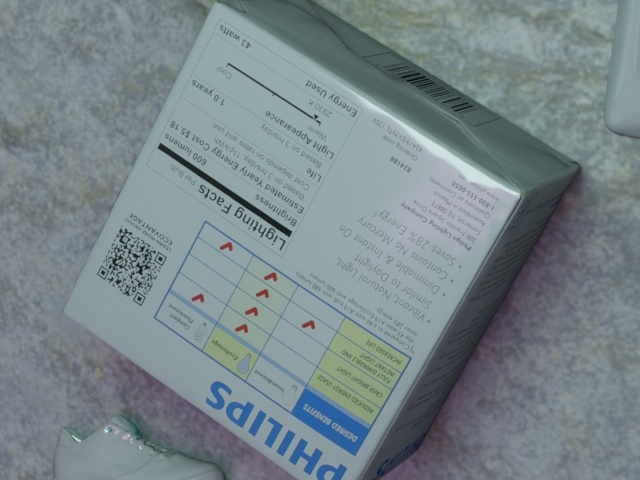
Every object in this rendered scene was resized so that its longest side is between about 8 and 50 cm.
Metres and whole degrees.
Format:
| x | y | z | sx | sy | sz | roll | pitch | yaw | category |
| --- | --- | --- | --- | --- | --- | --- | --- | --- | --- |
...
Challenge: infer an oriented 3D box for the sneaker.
| x | y | z | sx | sy | sz | roll | pitch | yaw | category |
| --- | --- | --- | --- | --- | --- | --- | --- | --- | --- |
| -0.205 | 0.237 | 2.076 | 0.212 | 0.080 | 0.094 | -3 | 84 | 24 | sneaker |

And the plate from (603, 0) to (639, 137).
| x | y | z | sx | sy | sz | roll | pitch | yaw | category |
| --- | --- | --- | --- | --- | --- | --- | --- | --- | --- |
| 0.407 | -0.220 | 1.770 | 0.277 | 0.045 | 0.278 | 9 | 101 | 21 | plate |

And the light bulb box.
| x | y | z | sx | sy | sz | roll | pitch | yaw | category |
| --- | --- | --- | --- | --- | --- | --- | --- | --- | --- |
| 0.000 | 0.000 | 1.872 | 0.358 | 0.225 | 0.361 | 34 | 109 | 15 | light bulb box |
